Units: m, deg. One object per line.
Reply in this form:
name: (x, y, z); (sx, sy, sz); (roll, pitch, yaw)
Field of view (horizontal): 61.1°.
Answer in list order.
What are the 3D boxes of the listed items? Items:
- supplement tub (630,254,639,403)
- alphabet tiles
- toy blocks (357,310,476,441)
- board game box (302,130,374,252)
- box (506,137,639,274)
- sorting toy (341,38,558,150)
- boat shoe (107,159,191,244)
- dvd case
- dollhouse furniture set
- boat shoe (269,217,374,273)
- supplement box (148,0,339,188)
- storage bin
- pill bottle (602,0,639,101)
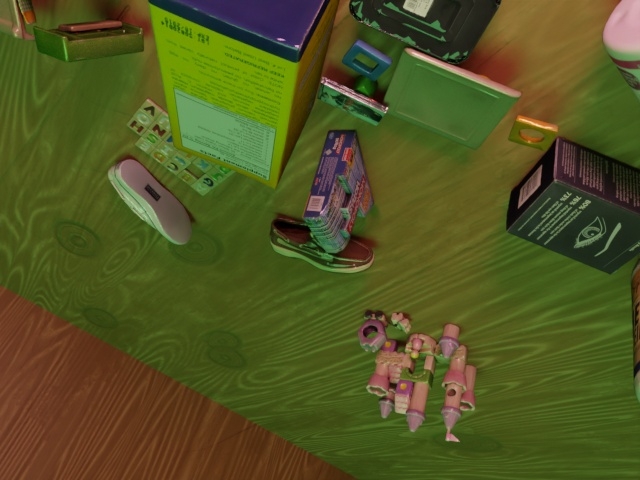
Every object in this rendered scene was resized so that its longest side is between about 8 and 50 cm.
supplement tub: (0.634, 0.129, 0.878); (0.229, 0.316, 0.228); (14, 144, 11)
alphabet tiles: (-0.308, -0.207, 1.204); (0.237, 0.009, 0.198); (38, 142, -23)
toy blocks: (0.253, 0.391, 1.475); (0.289, 0.260, 0.308); (1, 140, 28)
board game box: (0.046, -0.079, 1.065); (0.060, 0.194, 0.194); (5, 156, 24)
box: (0.449, -0.054, 0.916); (0.207, 0.108, 0.153); (23, 145, -2)
sorting toy: (0.200, -0.227, 0.855); (0.348, 0.047, 0.196); (23, 166, 1)
boat shoe: (-0.425, -0.092, 1.360); (0.084, 0.095, 0.258); (-7, 125, 40)
dvd case: (0.053, -0.237, 0.933); (0.120, 0.013, 0.087); (26, 176, -4)
dollhouse furniture set: (-0.469, -0.445, 0.930); (0.302, 0.151, 0.197); (25, 127, 26)
boat shoe: (-0.003, 0.006, 1.251); (0.258, 0.095, 0.095); (11, 137, 16)
supplement box: (-0.105, -0.266, 0.802); (0.194, 0.195, 0.356); (23, 157, -1)
storage bin: (0.143, -0.337, 0.728); (0.180, 0.084, 0.122); (23, 145, -3)
pill bottle: (0.490, -0.192, 0.667); (0.283, 0.160, 0.160); (40, 141, -24)
